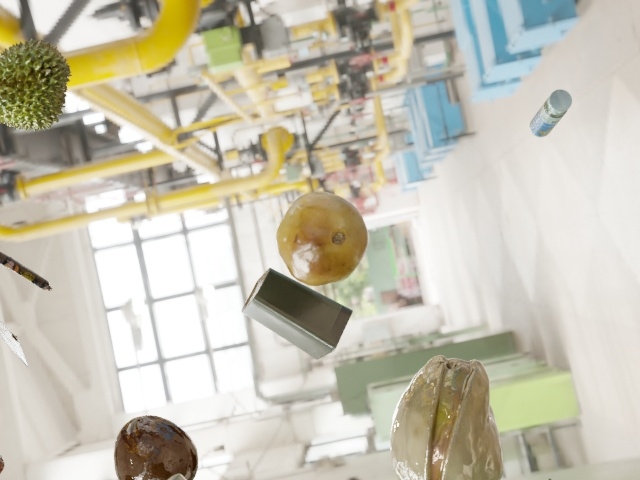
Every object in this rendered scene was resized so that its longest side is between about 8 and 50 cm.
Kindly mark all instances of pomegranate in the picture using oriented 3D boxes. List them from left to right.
[{"bbox_3d":[0.004,0.000,2.210,0.233,0.233,0.233,-12,-90,-87],"label":"pomegranate"}]

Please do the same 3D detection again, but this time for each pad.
[{"bbox_3d":[-0.664,0.198,1.996,0.116,0.004,0.193,55,169,-23],"label":"pad"}]

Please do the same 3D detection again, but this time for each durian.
[{"bbox_3d":[-0.730,-0.383,2.352,0.237,0.200,0.176,-65,-8,12],"label":"durian"}]

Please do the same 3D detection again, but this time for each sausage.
[{"bbox_3d":[-0.676,0.061,2.095,0.198,0.028,0.025,40,169,-34],"label":"sausage"}]

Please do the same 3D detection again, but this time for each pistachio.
[{"bbox_3d":[0.315,0.482,2.313,0.365,0.281,0.446,-62,-24,-51],"label":"pistachio"}]

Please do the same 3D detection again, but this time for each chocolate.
[{"bbox_3d":[-0.332,0.427,1.874,0.177,0.176,0.177,-12,-90,-87],"label":"chocolate"}]

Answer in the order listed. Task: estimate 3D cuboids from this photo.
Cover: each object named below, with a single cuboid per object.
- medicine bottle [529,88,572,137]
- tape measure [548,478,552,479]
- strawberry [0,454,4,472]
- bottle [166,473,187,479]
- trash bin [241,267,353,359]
[{"bbox_3d":[0.483,-0.266,1.986,0.191,0.051,0.051,83,176,-80],"label":"medicine bottle"},{"bbox_3d":[0.518,0.622,1.809,0.231,0.271,0.133,-65,-17,-2],"label":"tape measure"},{"bbox_3d":[-0.737,0.504,2.077,0.073,0.073,0.083,73,-143,-61],"label":"strawberry"},{"bbox_3d":[-0.200,0.526,1.611,0.253,0.120,0.120,44,177,9],"label":"bottle"},{"bbox_3d":[-0.064,0.185,2.396,0.122,0.240,0.164,-62,6,-22],"label":"trash bin"}]
